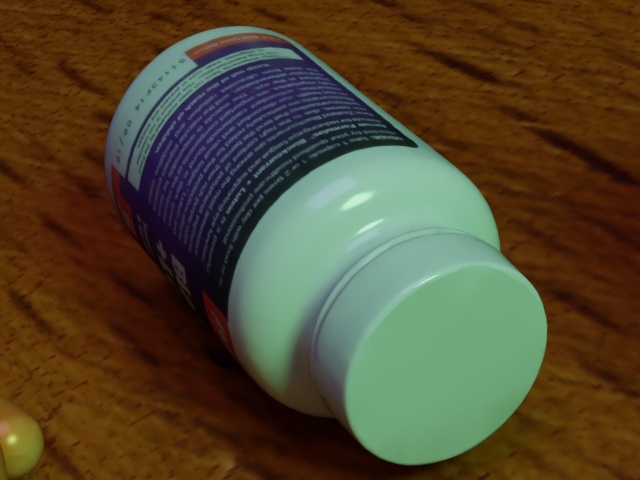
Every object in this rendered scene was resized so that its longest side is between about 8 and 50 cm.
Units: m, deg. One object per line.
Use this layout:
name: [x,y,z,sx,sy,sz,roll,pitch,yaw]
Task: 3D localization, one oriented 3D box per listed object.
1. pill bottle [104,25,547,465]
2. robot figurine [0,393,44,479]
pill bottle: [0.000,0.000,0.643,0.108,0.108,0.193,-24,36,-17]
robot figurine: [-0.192,0.073,0.580,0.219,0.158,0.128,29,80,43]
